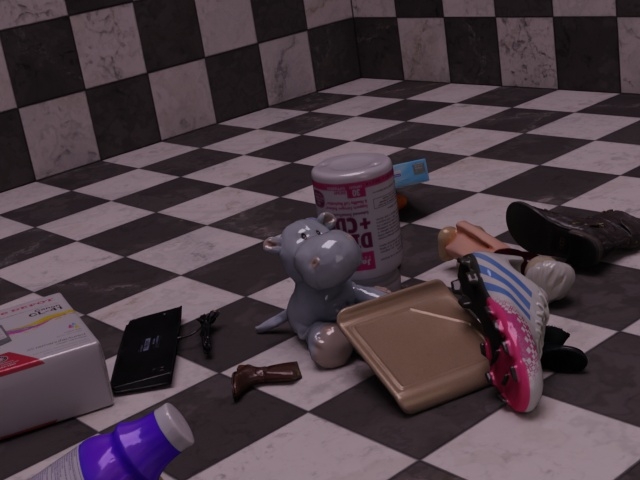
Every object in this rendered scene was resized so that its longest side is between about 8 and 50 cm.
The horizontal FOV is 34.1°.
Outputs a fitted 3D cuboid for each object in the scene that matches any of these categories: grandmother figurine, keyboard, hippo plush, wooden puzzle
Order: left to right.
[{"bbox_3d":[-0.289,0.200,1.990,0.201,0.033,0.317,-15,20,2],"label":"keyboard"},{"bbox_3d":[0.027,0.067,1.907,0.234,0.237,0.294,-19,21,-25],"label":"hippo plush"},{"bbox_3d":[0.173,0.175,1.738,0.221,0.044,0.239,-16,44,-22],"label":"wooden puzzle"},{"bbox_3d":[0.362,0.041,2.039,0.207,0.104,0.342,-12,18,-26],"label":"grandmother figurine"}]

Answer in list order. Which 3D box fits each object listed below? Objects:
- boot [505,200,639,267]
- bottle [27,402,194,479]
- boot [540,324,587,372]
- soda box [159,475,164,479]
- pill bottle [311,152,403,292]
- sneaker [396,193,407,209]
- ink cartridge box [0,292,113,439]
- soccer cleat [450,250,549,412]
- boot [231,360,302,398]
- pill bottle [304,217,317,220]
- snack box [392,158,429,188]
[{"bbox_3d":[0.541,-0.024,2.155,0.229,0.091,0.263,-16,35,-40],"label":"boot"},{"bbox_3d":[-0.301,0.323,1.392,0.283,0.092,0.118,-35,31,1],"label":"bottle"},{"bbox_3d":[0.390,0.177,1.725,0.121,0.045,0.099,-3,20,29],"label":"boot"},{"bbox_3d":[-0.231,0.368,1.429,0.058,0.061,0.181,-17,21,-24],"label":"soda box"},{"bbox_3d":[0.079,-0.018,2.057,0.160,0.283,0.160,-8,19,3],"label":"pill bottle"},{"bbox_3d":[0.132,-0.070,2.553,0.175,0.064,0.067,-15,42,-8],"label":"sneaker"},{"bbox_3d":[-0.527,0.221,1.885,0.226,0.131,0.306,-17,22,-22],"label":"ink cartridge box"},{"bbox_3d":[0.320,0.131,1.676,0.143,0.116,0.331,-2,41,-12],"label":"soccer cleat"},{"bbox_3d":[-0.092,0.238,1.789,0.114,0.037,0.106,-1,22,8],"label":"boot"},{"bbox_3d":[0.000,0.000,2.357,0.078,0.078,0.137,-15,20,-18],"label":"pill bottle"},{"bbox_3d":[0.132,-0.146,2.614,0.187,0.060,0.322,-13,2,-14],"label":"snack box"}]
